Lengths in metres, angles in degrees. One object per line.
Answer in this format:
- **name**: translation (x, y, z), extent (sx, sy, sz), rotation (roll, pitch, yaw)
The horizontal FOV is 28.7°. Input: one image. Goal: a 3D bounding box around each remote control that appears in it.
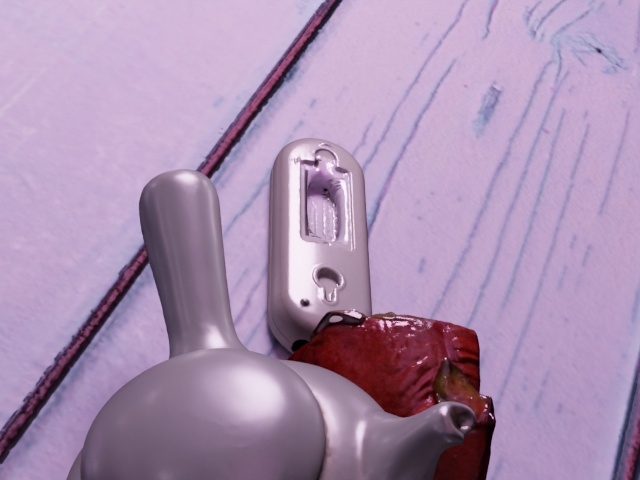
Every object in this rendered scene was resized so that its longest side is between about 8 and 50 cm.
- **remote control**: translation (0.000, 0.000, 0.973), extent (0.078, 0.042, 0.221), rotation (13, 43, -14)

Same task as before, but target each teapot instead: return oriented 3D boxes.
- **teapot**: translation (-0.075, 0.112, 0.734), extent (0.220, 0.149, 0.318), rotation (-32, 46, -20)

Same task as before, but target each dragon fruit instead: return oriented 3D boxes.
- **dragon fruit**: translation (0.035, 0.135, 0.803), extent (0.127, 0.120, 0.161), rotation (5, 50, -13)
